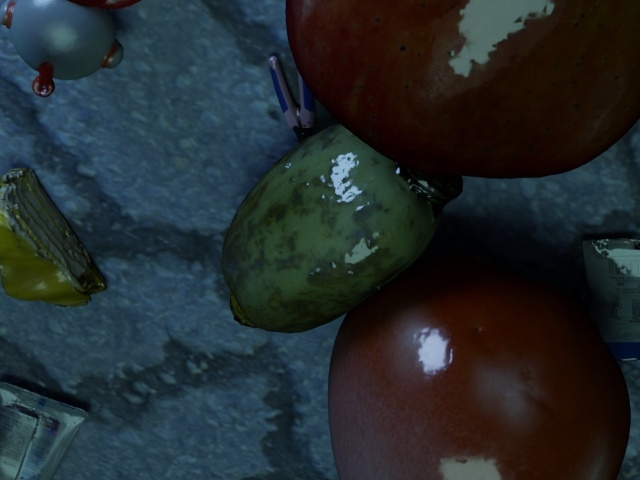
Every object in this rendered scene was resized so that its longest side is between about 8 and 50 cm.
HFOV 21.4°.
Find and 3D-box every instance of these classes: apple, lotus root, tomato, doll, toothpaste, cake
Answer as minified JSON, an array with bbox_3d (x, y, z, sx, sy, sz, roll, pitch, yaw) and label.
[{"bbox_3d":[0.156,-0.219,1.470,0.328,0.295,0.365,-8,145,-32],"label":"apple"},{"bbox_3d":[0.000,0.000,1.670,0.173,0.173,0.309,37,128,-19],"label":"lotus root"},{"bbox_3d":[0.152,0.181,1.699,0.321,0.321,0.322,7,133,8],"label":"tomato"},{"bbox_3d":[-0.228,-0.231,1.584,0.142,0.076,0.245,22,129,-5],"label":"doll"},{"bbox_3d":[-0.382,0.292,2.111,0.114,0.073,0.299,22,126,-5],"label":"toothpaste"},{"bbox_3d":[-0.292,0.012,1.821,0.116,0.080,0.185,14,129,4],"label":"cake"}]

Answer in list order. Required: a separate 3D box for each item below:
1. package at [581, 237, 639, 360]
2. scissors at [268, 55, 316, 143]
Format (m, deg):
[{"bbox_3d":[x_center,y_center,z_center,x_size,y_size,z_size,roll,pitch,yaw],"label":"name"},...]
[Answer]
[{"bbox_3d":[0.357,0.063,1.738,0.171,0.027,0.173,-1,132,11],"label":"package"},{"bbox_3d":[-0.022,-0.135,1.660,0.039,0.012,0.113,-1,131,15],"label":"scissors"}]
